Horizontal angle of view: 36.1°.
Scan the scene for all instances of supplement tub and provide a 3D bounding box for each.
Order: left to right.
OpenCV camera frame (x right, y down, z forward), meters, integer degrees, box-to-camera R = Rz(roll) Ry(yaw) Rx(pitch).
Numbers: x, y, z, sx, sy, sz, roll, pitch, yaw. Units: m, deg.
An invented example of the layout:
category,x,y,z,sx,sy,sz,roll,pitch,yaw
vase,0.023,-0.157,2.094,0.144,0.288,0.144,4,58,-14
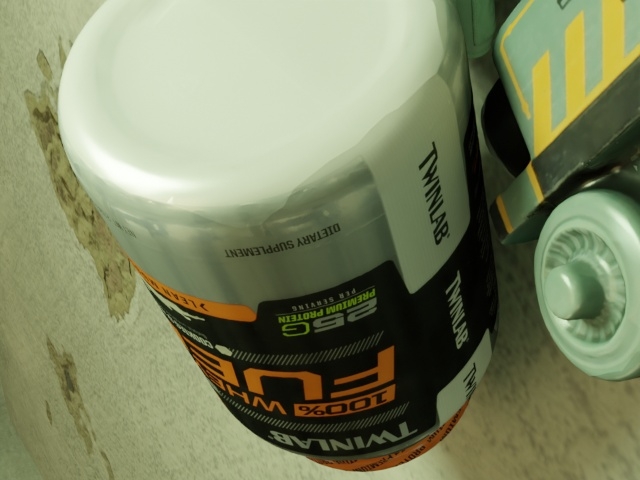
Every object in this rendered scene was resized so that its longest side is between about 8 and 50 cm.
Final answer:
category,x,y,z,sx,sy,sz,roll,pitch,yaw
supplement tub,0.000,0.000,0.557,0.193,0.193,0.316,49,168,37

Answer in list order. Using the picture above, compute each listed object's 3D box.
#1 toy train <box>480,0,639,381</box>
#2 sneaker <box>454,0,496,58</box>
category,x,y,z,sx,sy,sz,roll,pitch,yaw
toy train,0.166,-0.076,0.351,0.334,0.142,0.190,124,134,-60
sneaker,0.093,-0.169,0.490,0.255,0.094,0.151,5,142,43
